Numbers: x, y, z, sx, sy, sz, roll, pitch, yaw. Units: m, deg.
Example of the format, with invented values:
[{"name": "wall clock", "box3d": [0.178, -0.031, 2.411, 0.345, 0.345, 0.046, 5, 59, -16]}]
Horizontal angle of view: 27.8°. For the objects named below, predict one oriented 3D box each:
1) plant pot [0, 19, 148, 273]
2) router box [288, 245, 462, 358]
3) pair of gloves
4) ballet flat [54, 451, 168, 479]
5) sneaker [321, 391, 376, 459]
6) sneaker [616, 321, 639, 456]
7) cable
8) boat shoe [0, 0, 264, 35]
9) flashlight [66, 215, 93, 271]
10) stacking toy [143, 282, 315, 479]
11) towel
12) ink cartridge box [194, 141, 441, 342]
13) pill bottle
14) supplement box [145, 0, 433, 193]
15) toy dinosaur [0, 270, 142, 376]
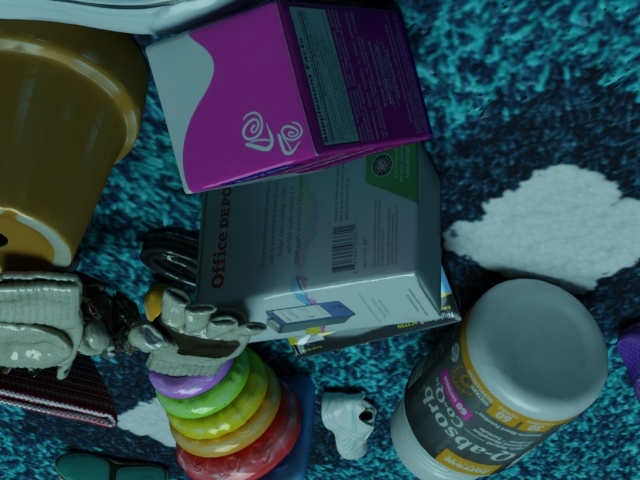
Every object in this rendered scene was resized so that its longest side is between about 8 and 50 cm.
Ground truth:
[{"name": "plant pot", "box3d": [-0.256, -0.074, 1.073, 0.205, 0.188, 0.205, 3, 148, 2]}, {"name": "router box", "box3d": [0.039, 0.039, 1.300, 0.179, 0.046, 0.133, -15, 123, 14]}, {"name": "pair of gloves", "box3d": [-0.182, 0.086, 1.140, 0.240, 0.042, 0.204, 7, 156, -18]}, {"name": "ballet flat", "box3d": [-0.306, 0.345, 1.882, 0.168, 0.057, 0.052, 12, 157, -13]}, {"name": "sneaker", "box3d": [0.046, 0.242, 1.680, 0.061, 0.054, 0.152, -8, 146, 13]}, {"name": "sneaker", "box3d": [0.391, 0.205, 1.432, 0.104, 0.236, 0.095, -28, 178, -25]}, {"name": "cable", "box3d": [-0.055, 0.049, 1.403, 0.287, 0.072, 0.139, 22, 159, -6]}, {"name": "boat shoe", "box3d": [-0.167, -0.219, 0.893, 0.335, 0.121, 0.119, -2, 152, 13]}, {"name": "flashlight", "box3d": [-0.364, -0.054, 1.208, 0.304, 0.103, 0.103, 15, -179, -14]}, {"name": "stacking toy", "box3d": [-0.133, 0.157, 1.494, 0.165, 0.175, 0.302, -11, 134, 18]}, {"name": "towel", "box3d": [-0.337, 0.146, 1.445, 0.199, 0.031, 0.275, 15, -176, -18]}, {"name": "ink cartridge box", "box3d": [0.000, 0.000, 1.197, 0.212, 0.154, 0.093, -9, 148, 18]}, {"name": "pill bottle", "box3d": [0.188, 0.170, 1.446, 0.162, 0.162, 0.278, 13, 147, -14]}, {"name": "supplement box", "box3d": [-0.015, -0.109, 0.965, 0.111, 0.114, 0.220, -14, 180, 27]}, {"name": "toy dinosaur", "box3d": [-0.343, 0.060, 1.306, 0.322, 0.218, 0.164, 1, 108, 26]}]
